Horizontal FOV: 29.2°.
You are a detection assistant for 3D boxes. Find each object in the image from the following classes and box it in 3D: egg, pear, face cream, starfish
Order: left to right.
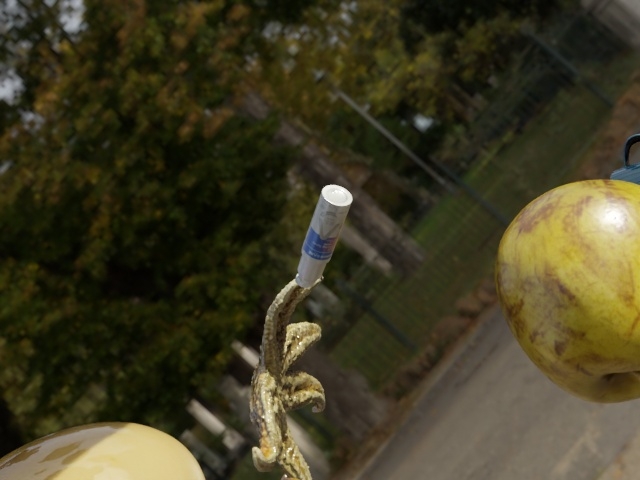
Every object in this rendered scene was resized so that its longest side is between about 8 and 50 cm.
[{"bbox_3d":[-0.190,0.247,0.966,0.244,0.201,0.201,-45,-5,-36],"label":"egg"},{"bbox_3d":[-0.044,0.188,1.643,0.375,0.094,0.327,-72,-16,-56],"label":"starfish"},{"bbox_3d":[0.000,0.000,1.306,0.034,0.034,0.130,-45,-18,-48],"label":"face cream"},{"bbox_3d":[0.358,0.061,1.545,0.281,0.280,0.281,-49,-3,-4],"label":"pear"}]

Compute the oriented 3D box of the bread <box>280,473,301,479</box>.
[{"bbox_3d":[0.040,0.333,1.221,0.260,0.134,0.129,26,97,60],"label":"bread"}]

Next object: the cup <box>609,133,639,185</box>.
[{"bbox_3d":[0.552,-0.094,1.992,0.138,0.113,0.150,-16,57,33],"label":"cup"}]
